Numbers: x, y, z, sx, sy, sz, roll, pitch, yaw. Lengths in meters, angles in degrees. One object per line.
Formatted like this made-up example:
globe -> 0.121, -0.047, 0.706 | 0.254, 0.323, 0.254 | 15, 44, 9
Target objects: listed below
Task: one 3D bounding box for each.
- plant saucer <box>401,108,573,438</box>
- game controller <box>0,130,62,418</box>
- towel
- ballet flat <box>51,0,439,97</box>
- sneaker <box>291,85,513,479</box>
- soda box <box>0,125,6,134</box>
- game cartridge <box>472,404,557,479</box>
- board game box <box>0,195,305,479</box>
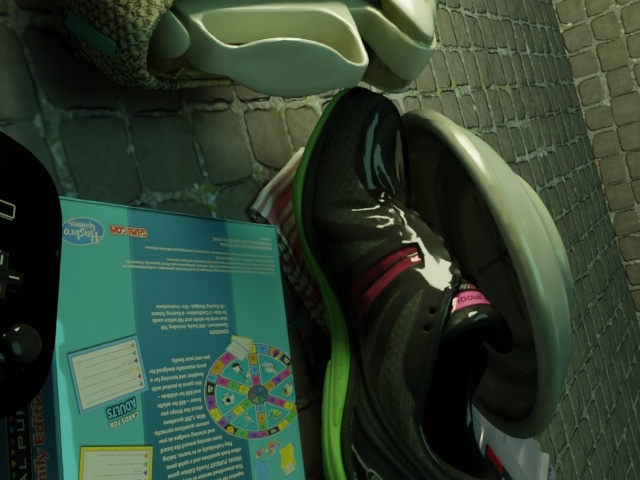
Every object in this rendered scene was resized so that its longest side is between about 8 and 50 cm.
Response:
plant saucer -> 0.199, 0.028, 0.840 | 0.400, 0.100, 0.401 | 162, -90, -81
game controller -> -0.249, -0.020, 0.289 | 0.319, 0.067, 0.167 | 27, 58, -50
towel -> 0.000, 0.000, 0.837 | 0.197, 0.029, 0.144 | 59, 37, -23
ballet flat -> -0.003, -0.206, 0.686 | 0.482, 0.164, 0.182 | -18, 48, -39
sneaker -> 0.099, 0.059, 0.749 | 0.185, 0.202, 0.483 | 9, 69, -53
soda box -> -0.308, -0.025, 0.348 | 0.098, 0.091, 0.286 | 63, 36, -17
game cartridge -> 0.277, 0.362, 1.080 | 0.355, 0.068, 0.230 | 54, 35, -28
board game box -> -0.123, 0.147, 0.562 | 0.253, 0.079, 0.336 | 7, 73, -54
